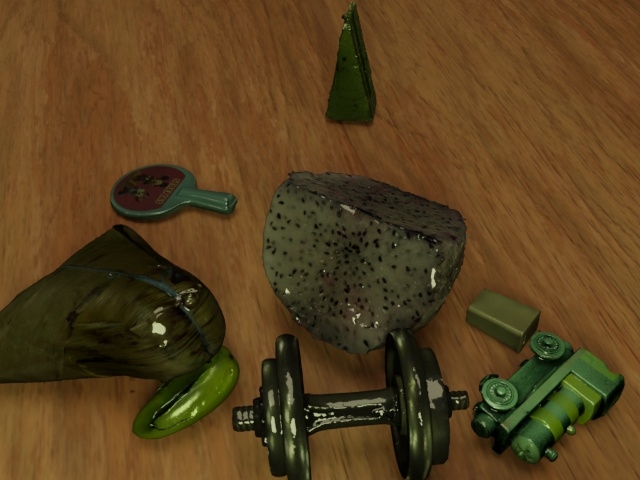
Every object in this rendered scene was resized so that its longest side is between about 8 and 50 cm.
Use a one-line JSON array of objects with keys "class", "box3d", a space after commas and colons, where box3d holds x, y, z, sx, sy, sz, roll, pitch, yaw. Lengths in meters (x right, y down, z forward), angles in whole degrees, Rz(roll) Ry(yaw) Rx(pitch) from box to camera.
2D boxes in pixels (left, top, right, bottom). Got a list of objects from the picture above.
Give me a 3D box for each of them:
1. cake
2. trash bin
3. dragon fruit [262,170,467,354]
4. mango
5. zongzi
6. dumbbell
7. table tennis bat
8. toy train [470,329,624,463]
[{"class": "cake", "box3d": [0.076, -0.344, 1.450, 0.099, 0.235, 0.100, 12, 46, 2]}, {"class": "trash bin", "box3d": [0.270, 0.115, 1.099, 0.092, 0.043, 0.061, 27, 51, 28]}, {"class": "dragon fruit", "box3d": [0.070, 0.030, 1.093, 0.283, 0.203, 0.221, 24, 22, 22]}, {"class": "mango", "box3d": [-0.179, 0.209, 0.995, 0.165, 0.074, 0.091, -41, 22, -16]}, {"class": "zongzi", "box3d": [-0.330, 0.139, 0.979, 0.361, 0.159, 0.323, -32, 28, -24]}, {"class": "dumbbell", "box3d": [0.036, 0.205, 0.908, 0.290, 0.192, 0.192, -5, 44, -2]}, {"class": "table tennis bat", "box3d": [-0.264, -0.082, 1.332, 0.244, 0.040, 0.153, 11, 44, 19]}, {"class": "toy train", "box3d": [0.293, 0.210, 0.973, 0.200, 0.083, 0.132, -34, 56, -28]}]
